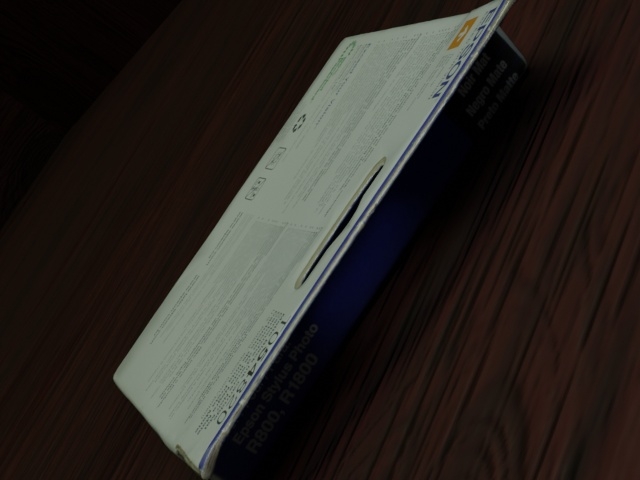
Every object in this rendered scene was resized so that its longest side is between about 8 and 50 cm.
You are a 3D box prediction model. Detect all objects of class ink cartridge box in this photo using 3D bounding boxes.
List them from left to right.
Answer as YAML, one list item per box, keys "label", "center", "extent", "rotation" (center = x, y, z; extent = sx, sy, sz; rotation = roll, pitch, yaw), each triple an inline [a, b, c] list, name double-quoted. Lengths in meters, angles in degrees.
- label: "ink cartridge box"
  center: [0.000, 0.000, 0.605]
  extent: [0.223, 0.045, 0.224]
  rotation: [-56, 15, -6]
